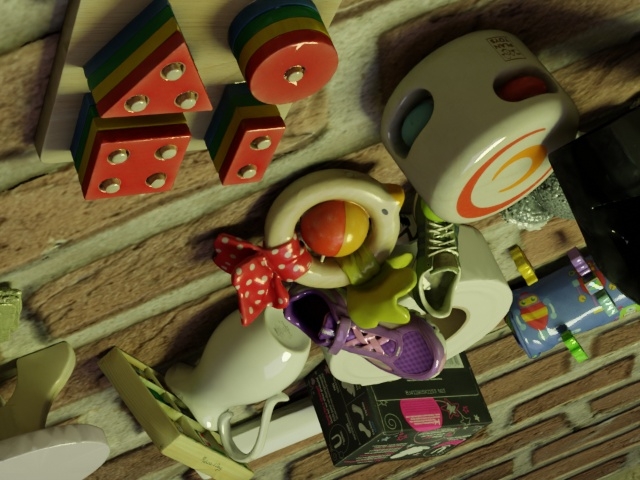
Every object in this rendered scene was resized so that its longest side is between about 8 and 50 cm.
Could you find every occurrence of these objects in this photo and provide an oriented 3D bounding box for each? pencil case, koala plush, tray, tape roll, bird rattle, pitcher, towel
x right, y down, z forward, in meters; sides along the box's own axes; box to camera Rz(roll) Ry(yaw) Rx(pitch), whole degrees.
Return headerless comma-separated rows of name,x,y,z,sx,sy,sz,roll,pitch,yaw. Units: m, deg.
pencil case,0.434,0.086,1.967,0.306,0.119,0.133,-24,150,2
koala plush,0.351,-0.074,1.565,0.221,0.203,0.196,11,138,-30
tray,-0.092,0.325,2.089,0.270,0.030,0.145,-22,152,-2
tape roll,0.127,0.096,1.770,0.286,0.100,0.286,-19,153,-10
bird rattle,0.000,0.000,1.501,0.253,0.143,0.207,12,121,-8
pitcher,-0.095,0.192,1.685,0.207,0.178,0.125,-41,169,32
towel,-0.418,0.095,1.421,0.148,0.027,0.110,-12,152,-24

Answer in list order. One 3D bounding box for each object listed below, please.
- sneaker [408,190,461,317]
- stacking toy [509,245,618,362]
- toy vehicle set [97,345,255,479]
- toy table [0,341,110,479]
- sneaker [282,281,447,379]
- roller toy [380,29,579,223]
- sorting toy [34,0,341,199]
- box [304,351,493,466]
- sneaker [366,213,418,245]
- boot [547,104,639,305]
sneaker,0.153,0.010,1.553,0.064,0.086,0.192,-1,115,-13
stacking toy,0.410,0.062,1.864,0.167,0.052,0.221,-31,113,13
toy vehicle set,-0.197,0.252,1.721,0.035,0.166,0.267,-42,152,0
toy table,-0.417,0.242,1.542,0.274,0.161,0.252,-15,152,-17
sneaker,0.047,0.116,1.588,0.104,0.236,0.095,-23,138,-65
roller toy,0.171,-0.129,1.346,0.209,0.146,0.191,-36,156,3
sorting toy,-0.114,-0.144,1.158,0.257,0.089,0.255,-7,149,-28
box,0.124,0.259,1.992,0.247,0.163,0.142,3,147,-40
sneaker,0.095,-0.018,1.604,0.109,0.040,0.044,-10,148,-26
boot,0.483,-0.022,1.399,0.445,0.367,0.146,-25,163,-52
